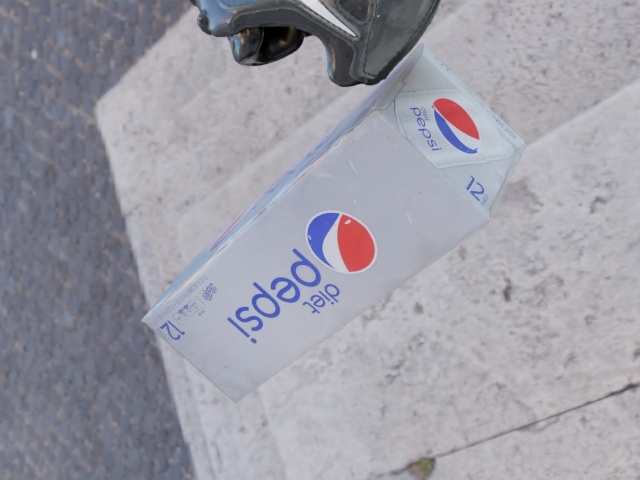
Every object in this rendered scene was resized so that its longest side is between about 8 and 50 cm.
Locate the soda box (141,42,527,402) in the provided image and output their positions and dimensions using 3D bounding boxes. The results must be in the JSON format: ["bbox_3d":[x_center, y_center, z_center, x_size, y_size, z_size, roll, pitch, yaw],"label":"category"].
[{"bbox_3d":[0.000,0.000,0.730,0.098,0.091,0.286,42,133,-8],"label":"soda box"}]

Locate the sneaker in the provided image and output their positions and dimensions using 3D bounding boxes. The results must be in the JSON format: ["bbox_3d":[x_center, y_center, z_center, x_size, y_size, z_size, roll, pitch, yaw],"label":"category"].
[{"bbox_3d":[-0.049,-0.174,0.595,0.276,0.097,0.135,32,110,17],"label":"sneaker"}]
